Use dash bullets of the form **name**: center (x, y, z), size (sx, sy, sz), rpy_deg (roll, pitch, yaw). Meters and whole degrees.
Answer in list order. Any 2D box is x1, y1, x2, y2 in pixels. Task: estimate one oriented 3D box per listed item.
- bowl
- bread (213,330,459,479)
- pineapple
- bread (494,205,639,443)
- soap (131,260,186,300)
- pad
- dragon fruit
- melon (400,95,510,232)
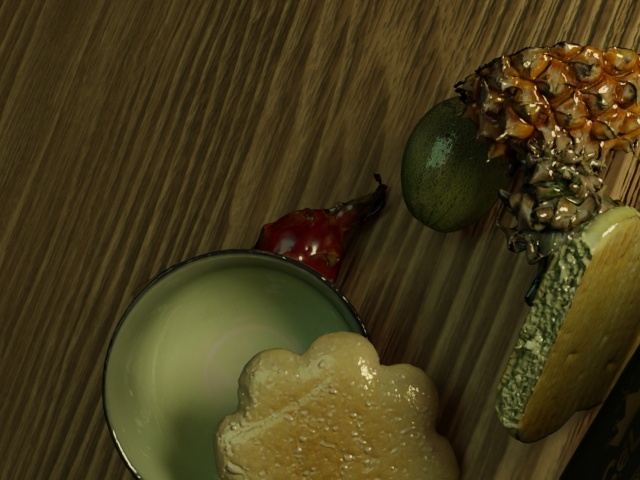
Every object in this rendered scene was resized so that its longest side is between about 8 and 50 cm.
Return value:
- **bowl**: center (-0.092, 0.182, 1.735), size (0.354, 0.353, 0.185), rpy_deg (-60, -4, 4)
- **bread**: center (0.013, 0.265, 1.600), size (0.316, 0.054, 0.316), rpy_deg (0, 90, 11)
- **pineapple**: center (0.282, -0.056, 1.502), size (0.262, 0.262, 0.272), rpy_deg (-13, 72, 44)
- **bread**: center (0.291, 0.085, 1.405), size (0.056, 0.207, 0.287), rpy_deg (42, 121, 37)
- **soap**: center (-0.198, 0.126, 2.015), size (0.257, 0.080, 0.160), rpy_deg (32, 94, 50)
- **pad**: center (0.284, 0.168, 1.288), size (0.315, 0.063, 0.375), rpy_deg (-65, 1, -71)
- **dragon fruit**: center (0.000, 0.000, 1.856), size (0.246, 0.125, 0.125), rpy_deg (-39, 29, 4)
- **melon**: center (0.177, -0.104, 1.682), size (0.139, 0.139, 0.192), rpy_deg (29, 92, 51)
